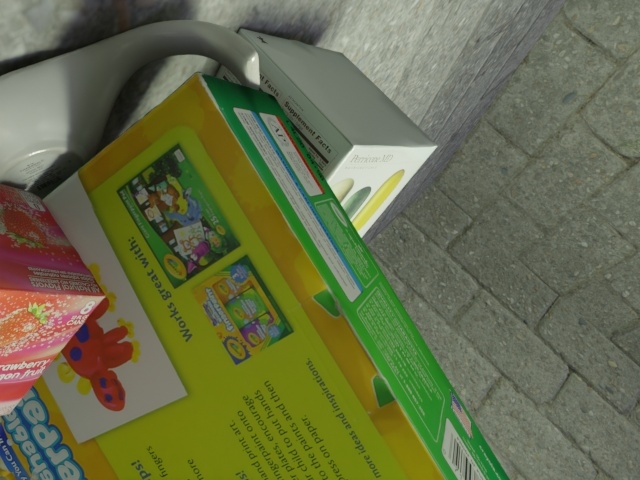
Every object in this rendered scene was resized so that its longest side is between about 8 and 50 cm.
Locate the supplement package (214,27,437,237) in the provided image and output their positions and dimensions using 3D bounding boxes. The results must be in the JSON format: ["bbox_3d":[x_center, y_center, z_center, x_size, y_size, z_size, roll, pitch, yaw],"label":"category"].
[{"bbox_3d":[-0.038,-0.084,0.697,0.199,0.198,0.263,-13,147,-53],"label":"supplement package"}]

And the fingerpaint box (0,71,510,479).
[{"bbox_3d":[-0.096,0.150,0.505,0.371,0.445,0.163,-33,178,18],"label":"fingerpaint box"}]

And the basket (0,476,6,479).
[{"bbox_3d":[-0.363,0.340,0.744,0.266,0.331,0.328,-45,171,-20],"label":"basket"}]

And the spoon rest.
[{"bbox_3d":[-0.189,-0.110,0.460,0.276,0.084,0.137,-29,164,-16],"label":"spoon rest"}]

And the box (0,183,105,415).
[{"bbox_3d":[-0.276,0.028,0.307,0.128,0.122,0.257,-48,157,9],"label":"box"}]
